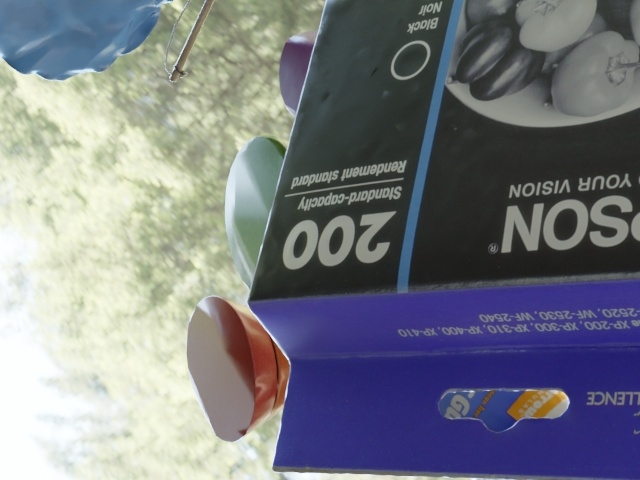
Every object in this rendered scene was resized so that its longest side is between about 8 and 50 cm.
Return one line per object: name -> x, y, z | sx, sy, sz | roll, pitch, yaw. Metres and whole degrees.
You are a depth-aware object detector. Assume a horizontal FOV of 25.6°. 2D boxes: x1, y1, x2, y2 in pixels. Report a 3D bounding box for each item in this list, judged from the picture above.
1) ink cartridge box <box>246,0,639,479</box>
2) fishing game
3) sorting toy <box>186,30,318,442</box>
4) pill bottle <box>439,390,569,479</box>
ink cartridge box -> 0.071, -0.016, 0.524 | 0.045, 0.206, 0.208 | 36, -123, -45
fishing game -> -0.203, -0.215, 1.143 | 0.264, 0.041, 0.189 | 2, -50, -32
sorting toy -> 0.000, 0.000, 1.112 | 0.126, 0.127, 0.366 | -4, -52, -32
pill bottle -> 0.204, 0.184, 1.392 | 0.152, 0.272, 0.152 | -28, -44, -30
